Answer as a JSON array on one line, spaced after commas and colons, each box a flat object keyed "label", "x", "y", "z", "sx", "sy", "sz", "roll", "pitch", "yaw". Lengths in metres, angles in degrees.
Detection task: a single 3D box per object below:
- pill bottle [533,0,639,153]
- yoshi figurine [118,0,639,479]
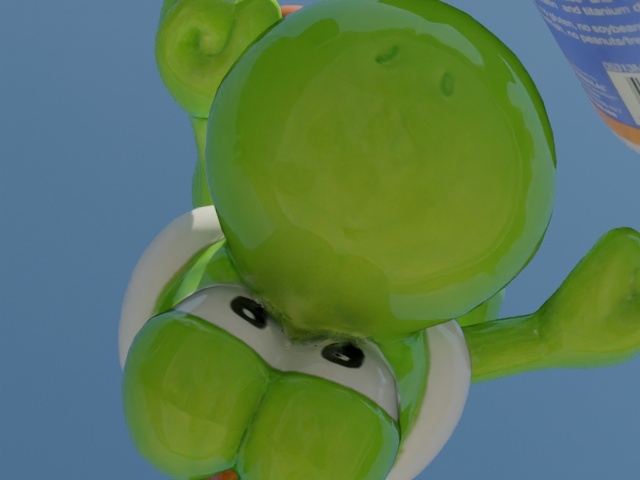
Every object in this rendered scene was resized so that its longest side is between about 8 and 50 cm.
[{"label": "pill bottle", "x": 0.132, "y": -0.171, "z": 0.759, "sx": 0.152, "sy": 0.152, "sz": 0.272, "roll": -41, "pitch": -54, "yaw": -6}, {"label": "yoshi figurine", "x": 0.022, "y": -0.017, "z": 0.683, "sx": 0.204, "sy": 0.362, "sz": 0.203, "roll": -10, "pitch": -78, "yaw": 8}]
